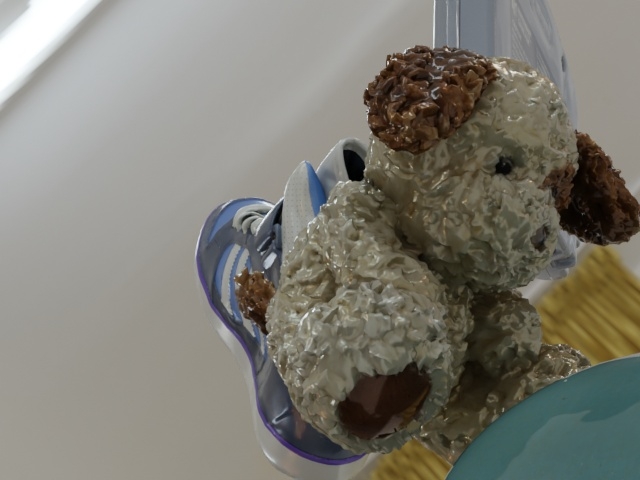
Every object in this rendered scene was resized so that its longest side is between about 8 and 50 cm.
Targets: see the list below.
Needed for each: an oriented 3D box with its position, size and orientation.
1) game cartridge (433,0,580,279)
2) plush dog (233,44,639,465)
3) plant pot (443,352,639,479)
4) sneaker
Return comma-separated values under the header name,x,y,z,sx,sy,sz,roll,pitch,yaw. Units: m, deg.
name,x,y,z,sx,sy,sz,roll,pitch,yaw
game cartridge,0.146,-0.111,1.213,0.062,0.198,0.297,-10,-26,18
plush dog,0.069,-0.002,0.932,0.262,0.210,0.225,24,-80,-49
plant pot,0.186,0.180,0.740,0.293,0.235,0.293,-1,-89,-43
sneaker,0.000,0.000,1.205,0.130,0.323,0.236,4,-54,-19
